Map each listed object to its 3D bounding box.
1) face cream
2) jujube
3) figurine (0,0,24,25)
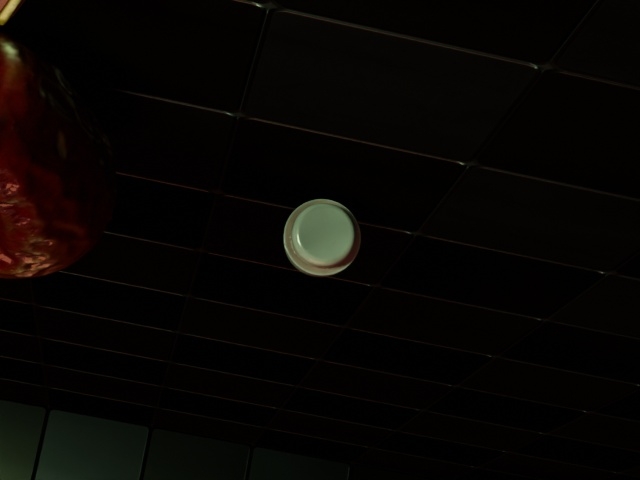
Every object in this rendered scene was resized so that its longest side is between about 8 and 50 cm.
[{"bbox_3d":[0.000,0.000,1.616,0.091,0.091,0.095,11,169,-4],"label":"face cream"},{"bbox_3d":[-0.323,-0.084,1.355,0.223,0.223,0.318,8,158,5],"label":"jujube"},{"bbox_3d":[-0.267,-0.241,1.075,0.154,0.082,0.098,20,139,-30],"label":"figurine"}]
